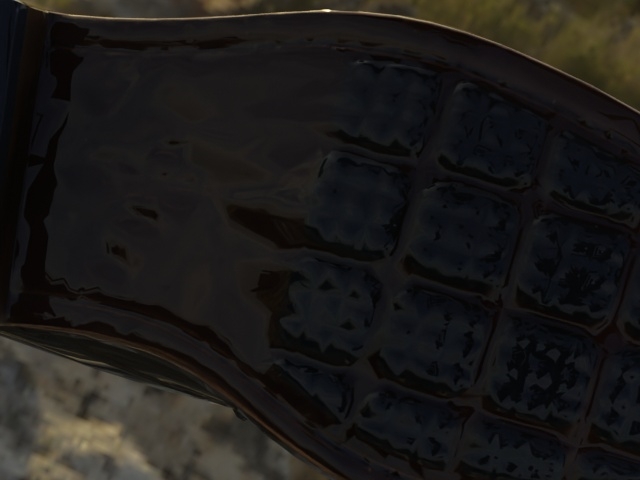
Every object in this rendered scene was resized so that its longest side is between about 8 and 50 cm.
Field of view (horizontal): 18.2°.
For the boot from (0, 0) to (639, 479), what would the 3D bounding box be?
[{"bbox_3d":[0.000,0.000,0.378,0.219,0.082,0.106,16,1,8],"label":"boot"}]
